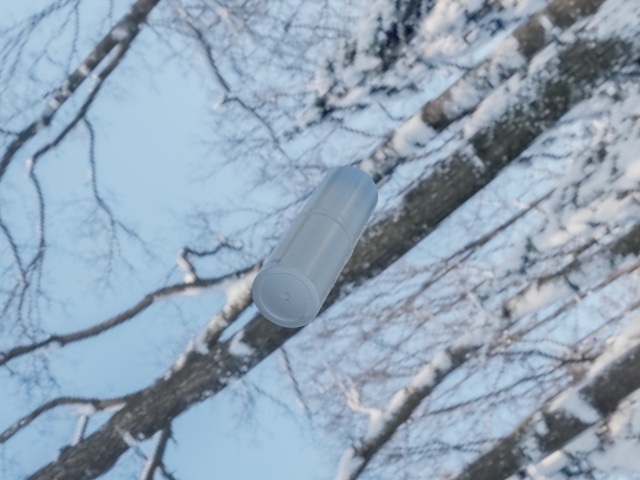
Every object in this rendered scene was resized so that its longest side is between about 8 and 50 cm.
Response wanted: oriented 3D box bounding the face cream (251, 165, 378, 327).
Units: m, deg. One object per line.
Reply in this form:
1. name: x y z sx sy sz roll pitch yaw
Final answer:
1. face cream: 0.000 0.000 1.142 0.077 0.077 0.250 45 -147 -9
